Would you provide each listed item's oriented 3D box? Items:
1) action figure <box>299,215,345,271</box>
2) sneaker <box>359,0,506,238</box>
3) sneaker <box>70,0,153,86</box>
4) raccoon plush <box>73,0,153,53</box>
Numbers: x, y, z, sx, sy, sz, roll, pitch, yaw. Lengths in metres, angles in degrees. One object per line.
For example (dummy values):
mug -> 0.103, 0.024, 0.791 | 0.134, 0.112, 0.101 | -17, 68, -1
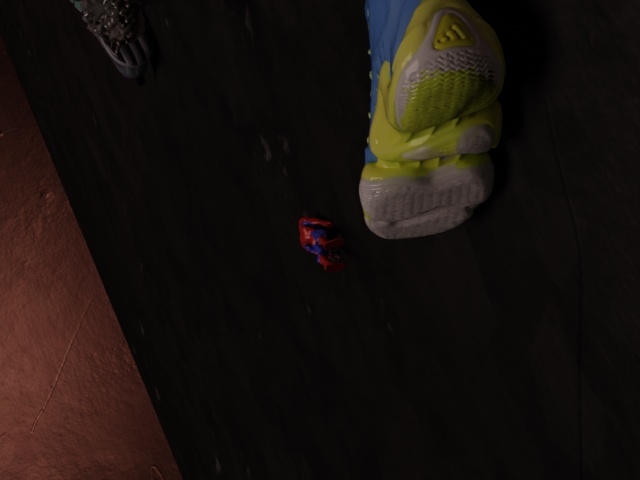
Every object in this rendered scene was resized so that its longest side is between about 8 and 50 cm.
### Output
action figure -> 0.000, 0.000, 1.241 | 0.115, 0.030, 0.038 | -139, 39, -67
sneaker -> 0.071, -0.098, 0.863 | 0.240, 0.091, 0.126 | 104, 161, -62
sneaker -> -0.291, -0.309, 1.710 | 0.098, 0.083, 0.223 | 105, 141, -69
raccoon plush -> -0.332, -0.304, 1.293 | 0.216, 0.447, 0.299 | 65, -167, -47
